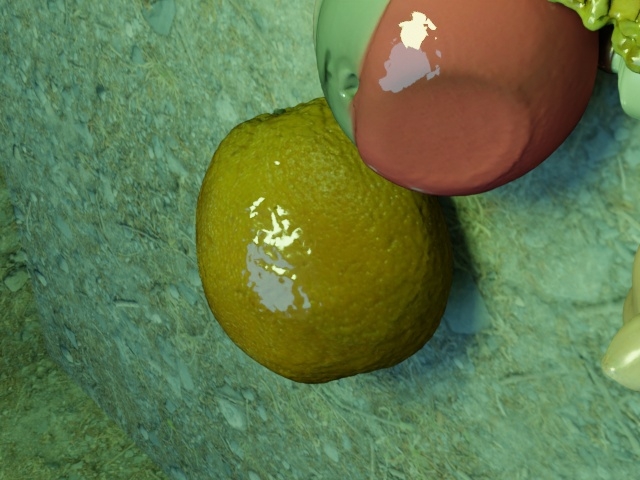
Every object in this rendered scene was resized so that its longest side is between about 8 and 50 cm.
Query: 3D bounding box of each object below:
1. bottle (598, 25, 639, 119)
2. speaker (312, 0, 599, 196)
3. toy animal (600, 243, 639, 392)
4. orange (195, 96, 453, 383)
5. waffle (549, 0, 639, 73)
[{"bbox_3d":[0.343,-0.134,0.730,0.245,0.104,0.104,29,136,35],"label":"bottle"},{"bbox_3d":[0.124,-0.196,0.840,0.294,0.294,0.294,31,137,35],"label":"speaker"},{"bbox_3d":[0.392,0.104,0.714,0.237,0.269,0.326,-36,48,17],"label":"toy animal"},{"bbox_3d":[0.000,0.000,1.089,0.322,0.322,0.357,-13,93,54],"label":"orange"},{"bbox_3d":[0.294,-0.256,0.640,0.291,0.051,0.291,1,93,19],"label":"waffle"}]
